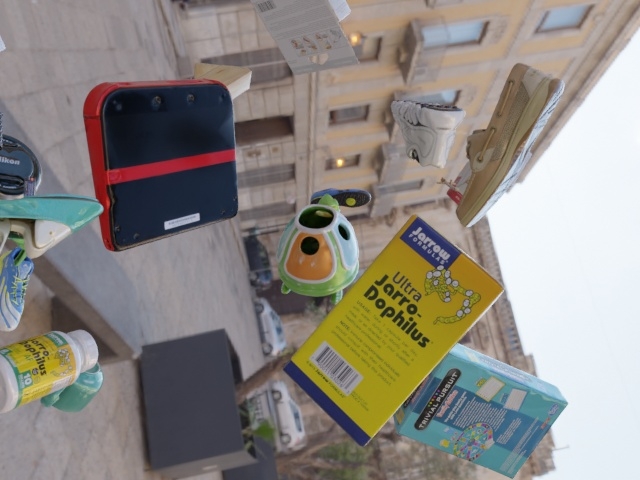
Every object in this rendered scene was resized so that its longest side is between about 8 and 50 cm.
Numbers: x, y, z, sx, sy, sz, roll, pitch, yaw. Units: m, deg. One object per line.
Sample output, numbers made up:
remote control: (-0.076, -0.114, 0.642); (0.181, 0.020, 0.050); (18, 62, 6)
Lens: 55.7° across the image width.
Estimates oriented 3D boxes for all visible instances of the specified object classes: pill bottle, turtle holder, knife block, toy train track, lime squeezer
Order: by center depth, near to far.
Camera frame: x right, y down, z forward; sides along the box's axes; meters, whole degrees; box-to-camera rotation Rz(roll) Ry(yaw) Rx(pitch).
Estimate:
pill bottle: (-0.549, 0.246, 1.189); (0.208, 0.118, 0.117); (-16, 98, -59)
lime squeezer: (-0.618, 0.002, 1.219); (0.058, 0.110, 0.310); (54, -13, 9)
toy train track: (0.299, -0.132, 1.397); (0.083, 0.048, 0.014); (-120, -147, -64)
turtle holder: (0.011, 0.009, 1.762); (0.243, 0.320, 0.227); (24, -47, 32)
knife block: (-0.381, -0.511, 2.138); (0.088, 0.276, 0.242); (111, -24, -54)

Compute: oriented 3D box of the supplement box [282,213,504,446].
supplement box: (0.137, 0.155, 1.085); (0.195, 0.356, 0.194); (41, 7, 15)

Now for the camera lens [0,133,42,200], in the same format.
camera lens: (-0.960, -0.165, 1.756); (0.274, 0.219, 0.219); (-31, -119, 36)

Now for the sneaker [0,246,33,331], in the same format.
sneaker: (-0.841, 0.120, 1.648); (0.126, 0.091, 0.240); (-38, -126, 37)

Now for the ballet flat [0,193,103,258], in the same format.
ballet flat: (-0.417, -0.016, 0.814); (0.083, 0.247, 0.087); (-37, -119, 46)

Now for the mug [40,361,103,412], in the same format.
mug: (-0.567, 0.324, 1.395); (0.129, 0.097, 0.157); (34, 10, -34)

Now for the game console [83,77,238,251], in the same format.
game console: (-0.334, -0.180, 1.346); (0.387, 0.060, 0.341); (-22, 118, -50)

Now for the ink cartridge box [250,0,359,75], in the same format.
ink cartridge box: (-0.029, -0.560, 1.574); (0.275, 0.060, 0.239); (8, -39, 49)

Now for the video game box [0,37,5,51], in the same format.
video game box: (-0.910, -0.461, 1.459); (0.187, 0.205, 0.048); (-57, 158, -35)

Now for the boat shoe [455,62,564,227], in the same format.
boat shoe: (0.356, -0.186, 1.229); (0.122, 0.110, 0.341); (-18, 139, -58)

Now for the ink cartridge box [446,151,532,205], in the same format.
ink cartridge box: (0.405, -0.160, 1.461); (0.072, 0.127, 0.175); (43, -28, -8)

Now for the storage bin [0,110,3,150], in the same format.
storage bin: (-0.744, -0.237, 1.210); (0.180, 0.122, 0.084); (37, 43, -67)

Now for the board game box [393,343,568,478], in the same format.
board game box: (0.389, 0.415, 1.492); (0.253, 0.336, 0.079); (-62, -170, 18)

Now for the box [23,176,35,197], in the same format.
box: (-0.772, -0.094, 1.611); (0.137, 0.027, 0.093); (129, -42, -56)

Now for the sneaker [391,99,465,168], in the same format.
sneaker: (0.195, -0.212, 1.181); (0.292, 0.110, 0.118); (-94, -173, -74)

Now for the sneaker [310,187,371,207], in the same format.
sneaker: (0.067, -0.152, 2.039); (0.082, 0.209, 0.069); (-77, 155, -50)
